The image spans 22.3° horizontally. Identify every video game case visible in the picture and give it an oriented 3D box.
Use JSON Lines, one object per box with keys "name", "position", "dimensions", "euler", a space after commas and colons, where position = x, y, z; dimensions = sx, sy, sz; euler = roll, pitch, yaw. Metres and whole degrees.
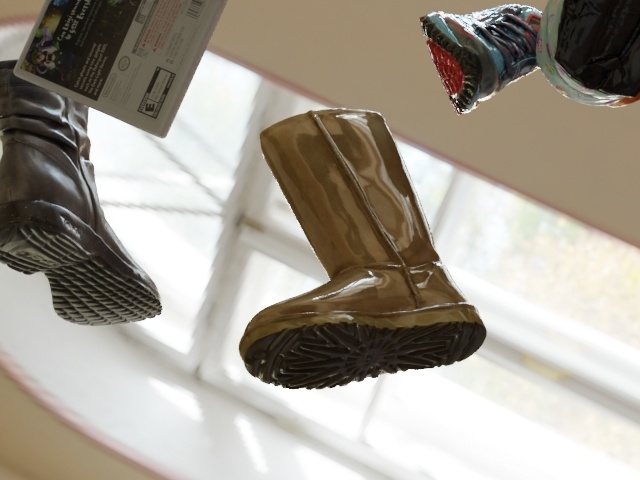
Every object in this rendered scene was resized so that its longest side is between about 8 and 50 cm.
{"name": "video game case", "position": [-0.191, -0.218, 1.608], "dimensions": [0.190, 0.173, 0.022], "euler": [-66, -14, -1]}

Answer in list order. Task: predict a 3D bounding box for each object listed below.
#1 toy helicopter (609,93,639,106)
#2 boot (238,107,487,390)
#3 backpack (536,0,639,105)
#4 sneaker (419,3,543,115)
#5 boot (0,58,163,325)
{"name": "toy helicopter", "position": [0.376, -0.291, 1.791], "dimensions": [0.235, 0.140, 0.355], "euler": [-28, 15, 12]}
{"name": "boot", "position": [0.000, 0.000, 1.431], "dimensions": [0.236, 0.269, 0.089], "euler": [0, -43, -30]}
{"name": "backpack", "position": [0.274, -0.210, 1.478], "dimensions": [0.115, 0.152, 0.182], "euler": [111, -176, -86]}
{"name": "sneaker", "position": [0.174, -0.202, 1.631], "dimensions": [0.125, 0.104, 0.262], "euler": [-23, 8, 10]}
{"name": "boot", "position": [-0.263, -0.049, 1.780], "dimensions": [0.338, 0.118, 0.223], "euler": [62, -161, -64]}
